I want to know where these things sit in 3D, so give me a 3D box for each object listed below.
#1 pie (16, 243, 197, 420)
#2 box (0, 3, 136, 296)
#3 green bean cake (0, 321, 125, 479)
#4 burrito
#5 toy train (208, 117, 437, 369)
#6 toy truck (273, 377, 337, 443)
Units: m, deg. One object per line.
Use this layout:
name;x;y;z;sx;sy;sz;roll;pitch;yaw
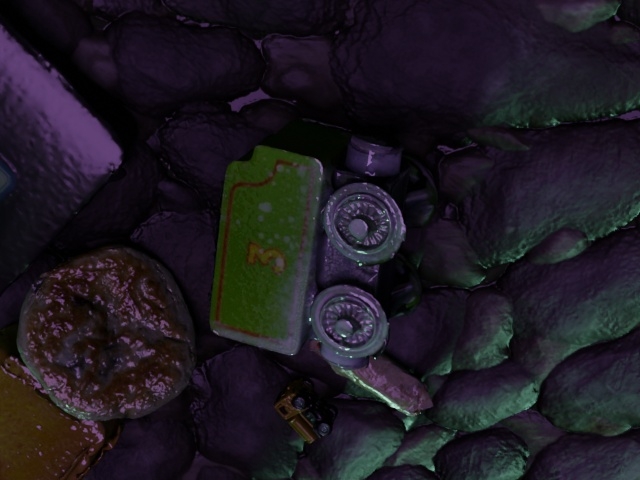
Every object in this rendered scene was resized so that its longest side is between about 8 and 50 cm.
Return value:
pie;-0.275;0.120;1.649;0.241;0.054;0.240;1;85;-10
box;-0.449;-0.130;1.612;0.350;0.091;0.359;44;115;-8
green bean cake;-0.403;0.251;1.747;0.230;0.131;0.224;37;113;-2
burrito;0.067;0.173;1.662;0.188;0.045;0.058;32;128;-6
toy train;0.000;0.000;1.540;0.249;0.173;0.307;16;116;14
toy truck;-0.023;0.228;1.703;0.054;0.049;0.083;-36;104;24
